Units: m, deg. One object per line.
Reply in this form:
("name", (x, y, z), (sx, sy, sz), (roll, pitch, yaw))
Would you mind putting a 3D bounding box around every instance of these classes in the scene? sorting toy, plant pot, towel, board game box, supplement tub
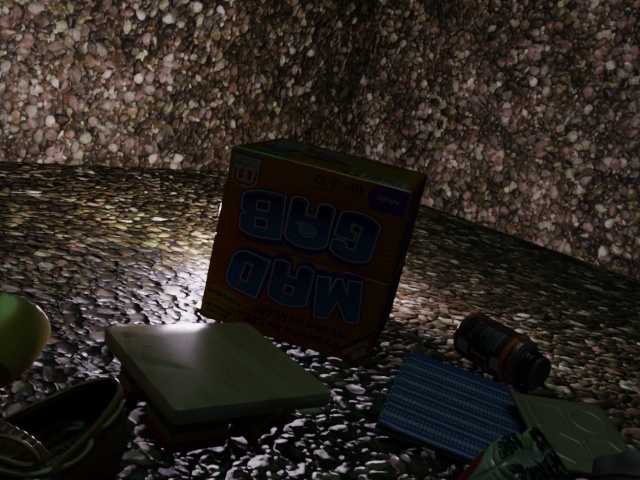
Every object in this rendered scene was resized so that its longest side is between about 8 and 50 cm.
("sorting toy", (-0.164, 0.218, 1.101), (0.256, 0.089, 0.257), (3, 17, -38))
("plant pot", (-0.464, 0.154, 1.041), (0.134, 0.134, 0.095), (10, 38, -12))
("towel", (0.236, 0.301, 1.280), (0.243, 0.040, 0.336), (18, 16, 12))
("sorting toy", (0.436, 0.340, 1.251), (0.208, 0.038, 0.193), (15, 23, -12))
("board game box", (0.000, 0.000, 1.566), (0.357, 0.356, 0.356), (15, 14, 10))
("supplement tub", (0.378, 0.232, 1.520), (0.106, 0.106, 0.198), (2, 17, -38))

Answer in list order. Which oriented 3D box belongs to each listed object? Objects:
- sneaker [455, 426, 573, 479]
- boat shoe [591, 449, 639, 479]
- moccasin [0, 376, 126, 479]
("sneaker", (0.270, 0.332, 1.025), (0.279, 0.118, 0.107), (26, 29, -49))
("boat shoe", (0.426, 0.373, 0.955), (0.136, 0.156, 0.367), (12, -16, 16))
("moccasin", (-0.331, 0.235, 0.747), (0.139, 0.146, 0.380), (20, 15, 25))
